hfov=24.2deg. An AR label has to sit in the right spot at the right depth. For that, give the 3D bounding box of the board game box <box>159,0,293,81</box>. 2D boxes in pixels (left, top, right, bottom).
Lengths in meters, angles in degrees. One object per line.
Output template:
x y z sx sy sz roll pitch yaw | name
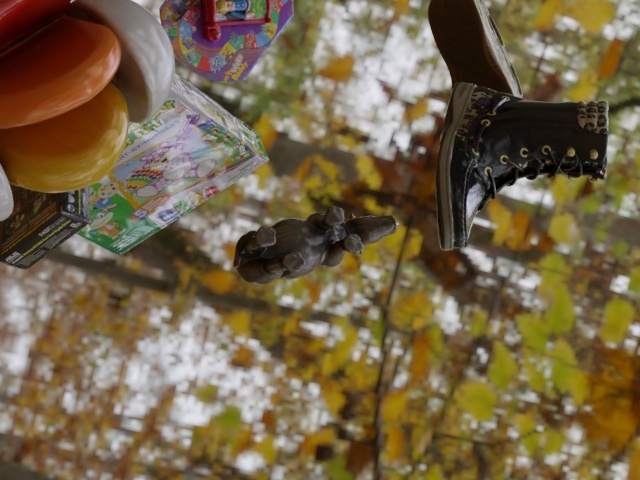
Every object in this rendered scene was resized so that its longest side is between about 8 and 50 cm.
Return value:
-0.099 -0.265 1.711 0.169 0.133 0.033 -53 -155 -11 | board game box

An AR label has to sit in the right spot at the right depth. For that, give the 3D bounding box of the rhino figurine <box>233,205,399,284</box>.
0.000 0.000 1.811 0.106 0.243 0.073 -24 -98 54 | rhino figurine

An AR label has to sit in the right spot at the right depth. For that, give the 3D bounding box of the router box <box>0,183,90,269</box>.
-0.293 -0.037 1.578 0.122 0.038 0.092 -32 -129 37 | router box

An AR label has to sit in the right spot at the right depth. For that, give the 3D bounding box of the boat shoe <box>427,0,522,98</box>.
0.236 -0.222 2.100 0.104 0.089 0.285 -15 -93 32 | boat shoe

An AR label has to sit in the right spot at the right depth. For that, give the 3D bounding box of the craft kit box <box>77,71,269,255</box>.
-0.227 -0.096 1.845 0.250 0.246 0.061 -32 -121 15 | craft kit box

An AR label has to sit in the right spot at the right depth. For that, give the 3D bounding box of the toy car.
-0.176 -0.110 0.776 0.182 0.159 0.136 39 -29 22 | toy car

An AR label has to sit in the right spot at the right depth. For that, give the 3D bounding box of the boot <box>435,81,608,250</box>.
0.216 -0.080 1.592 0.085 0.178 0.236 86 13 -45 | boot
